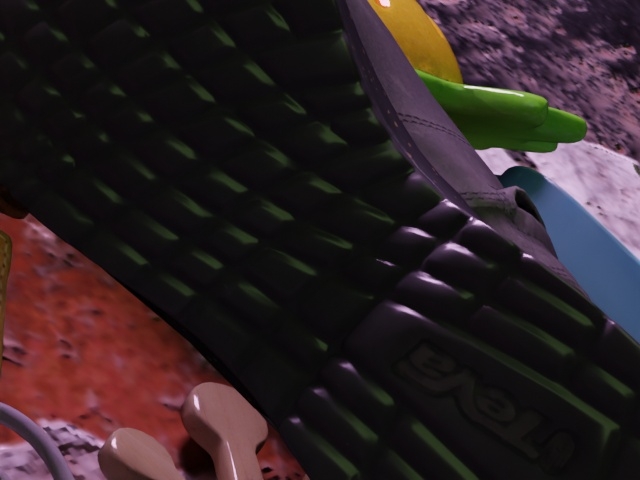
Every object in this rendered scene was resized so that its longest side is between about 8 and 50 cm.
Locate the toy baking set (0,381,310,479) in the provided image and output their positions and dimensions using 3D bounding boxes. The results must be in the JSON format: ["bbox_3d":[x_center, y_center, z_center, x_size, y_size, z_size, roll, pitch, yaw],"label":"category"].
[{"bbox_3d":[-0.033,0.115,0.507,0.256,0.030,0.197,6,36,-46],"label":"toy baking set"}]

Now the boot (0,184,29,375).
[{"bbox_3d":[-0.192,-0.055,0.515,0.211,0.104,0.295,20,32,-32],"label":"boot"}]

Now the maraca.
[{"bbox_3d":[0.007,-0.058,0.697,0.185,0.099,0.127,11,-1,-6],"label":"maraca"}]

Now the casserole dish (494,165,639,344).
[{"bbox_3d":[0.110,0.054,0.675,0.037,0.114,0.188,-38,71,-18],"label":"casserole dish"}]

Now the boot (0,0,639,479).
[{"bbox_3d":[0.000,0.000,0.573,0.338,0.118,0.223,56,3,16],"label":"boot"}]
